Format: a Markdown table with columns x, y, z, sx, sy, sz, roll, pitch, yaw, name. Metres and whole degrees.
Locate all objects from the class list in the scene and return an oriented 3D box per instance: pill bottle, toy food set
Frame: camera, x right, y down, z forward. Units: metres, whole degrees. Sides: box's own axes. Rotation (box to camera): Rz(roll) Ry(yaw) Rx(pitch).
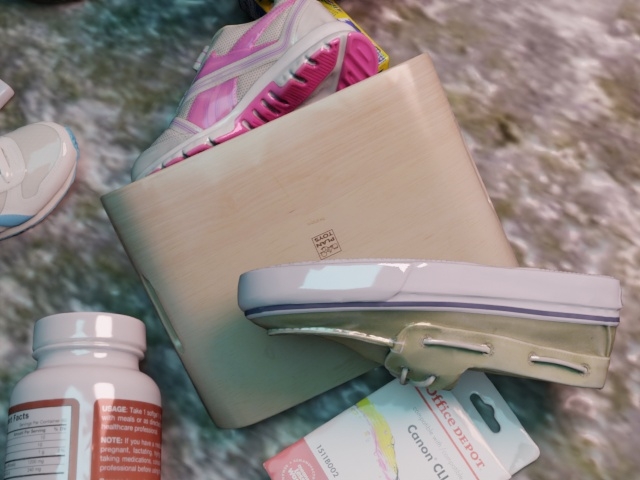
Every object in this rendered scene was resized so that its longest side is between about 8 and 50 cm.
| x | y | z | sx | sy | sz | roll | pitch | yaw | name |
| --- | --- | --- | --- | --- | --- | --- | --- | --- | --- |
| -0.187 | 0.172 | 0.712 | 0.121 | 0.121 | 0.216 | -3 | 70 | 3 | pill bottle |
| 0.000 | 0.000 | 0.759 | 0.306 | 0.092 | 0.219 | -25 | 99 | -3 | toy food set |

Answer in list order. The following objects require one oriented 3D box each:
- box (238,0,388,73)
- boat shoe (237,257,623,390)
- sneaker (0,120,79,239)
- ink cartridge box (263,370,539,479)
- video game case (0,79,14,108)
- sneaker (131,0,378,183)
| x | y | z | sx | sy | sz | roll | pitch | yaw | name |
| --- | --- | --- | --- | --- | --- | --- | --- | --- | --- |
| -0.008 | -0.202 | 0.864 | 0.059 | 0.054 | 0.169 | -39 | 73 | -9 | box |
| 0.089 | 0.065 | 0.670 | 0.303 | 0.109 | 0.094 | 3 | 83 | -10 | boat shoe |
| -0.329 | -0.044 | 0.814 | 0.229 | 0.092 | 0.087 | -29 | 70 | -7 | sneaker |
| 0.069 | 0.176 | 0.719 | 0.198 | 0.067 | 0.115 | -32 | 71 | -7 | ink cartridge box |
| -0.410 | -0.139 | 0.891 | 0.157 | 0.019 | 0.143 | 35 | 77 | 15 | video game case |
| -0.072 | -0.124 | 0.805 | 0.252 | 0.103 | 0.111 | -36 | 57 | 11 | sneaker |
